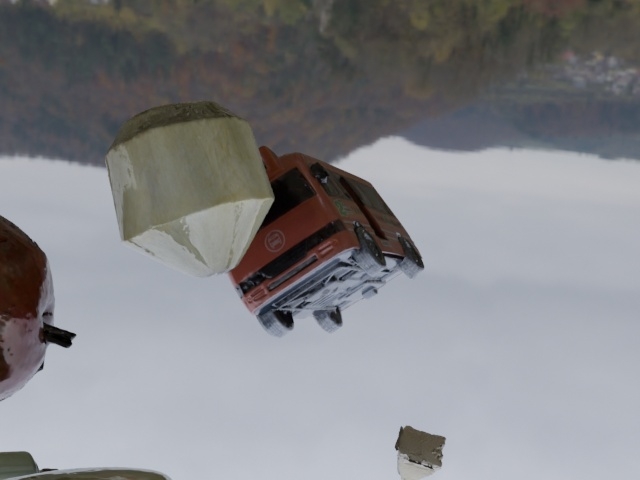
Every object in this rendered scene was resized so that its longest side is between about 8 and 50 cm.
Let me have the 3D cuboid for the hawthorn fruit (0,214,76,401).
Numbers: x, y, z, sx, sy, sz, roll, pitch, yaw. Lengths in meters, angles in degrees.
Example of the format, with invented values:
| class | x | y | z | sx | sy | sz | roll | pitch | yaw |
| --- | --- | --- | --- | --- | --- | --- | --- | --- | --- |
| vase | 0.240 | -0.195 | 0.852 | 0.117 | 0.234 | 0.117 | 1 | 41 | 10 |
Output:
| class | x | y | z | sx | sy | sz | roll | pitch | yaw |
| --- | --- | --- | --- | --- | --- | --- | --- | --- | --- |
| hawthorn fruit | -0.477 | 0.083 | 1.266 | 0.316 | 0.316 | 0.316 | 7 | -171 | -1 |

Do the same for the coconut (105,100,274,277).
| class | x | y | z | sx | sy | sz | roll | pitch | yaw |
| --- | --- | --- | --- | --- | --- | --- | --- | --- | --- |
| coconut | -0.162 | -0.059 | 1.284 | 0.202 | 0.222 | 0.202 | -15 | 173 | -2 |

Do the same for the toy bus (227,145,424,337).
| class | x | y | z | sx | sy | sz | roll | pitch | yaw |
| --- | --- | --- | --- | --- | --- | --- | --- | --- | --- |
| toy bus | 0.000 | 0.000 | 1.578 | 0.203 | 0.233 | 0.427 | -34 | 166 | 14 |

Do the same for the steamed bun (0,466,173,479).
| class | x | y | z | sx | sy | sz | roll | pitch | yaw |
| --- | --- | --- | --- | --- | --- | --- | --- | --- | --- |
| steamed bun | -0.289 | 0.385 | 1.063 | 0.371 | 0.290 | 0.456 | -12 | 169 | -18 |

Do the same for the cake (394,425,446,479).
| class | x | y | z | sx | sy | sz | roll | pitch | yaw |
| --- | --- | --- | --- | --- | --- | --- | --- | --- | --- |
| cake | 0.132 | 0.299 | 1.377 | 0.065 | 0.052 | 0.121 | 10 | 150 | 8 |

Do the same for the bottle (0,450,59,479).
| class | x | y | z | sx | sy | sz | roll | pitch | yaw |
| --- | --- | --- | --- | --- | --- | --- | --- | --- | --- |
| bottle | -0.560 | 0.409 | 1.715 | 0.245 | 0.104 | 0.104 | 6 | -172 | -35 |
